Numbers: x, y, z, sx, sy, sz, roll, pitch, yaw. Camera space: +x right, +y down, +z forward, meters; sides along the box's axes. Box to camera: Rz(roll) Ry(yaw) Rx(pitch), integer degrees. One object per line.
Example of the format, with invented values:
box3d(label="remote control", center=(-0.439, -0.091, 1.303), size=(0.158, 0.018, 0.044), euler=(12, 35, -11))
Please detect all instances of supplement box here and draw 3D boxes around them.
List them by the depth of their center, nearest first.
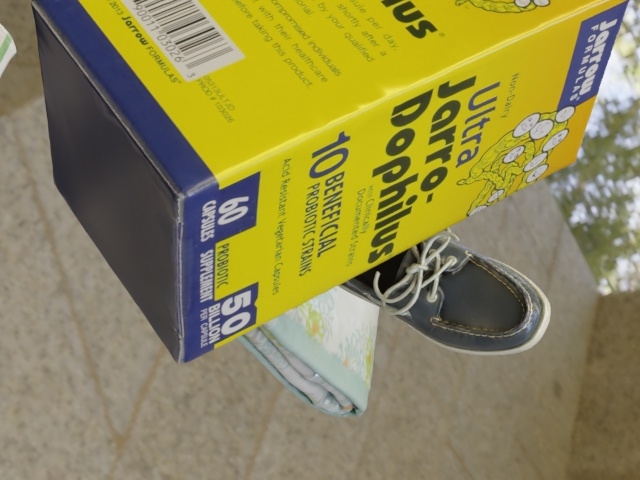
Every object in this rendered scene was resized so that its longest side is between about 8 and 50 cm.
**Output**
box3d(label="supplement box", center=(0.007, -0.106, 0.972), size=(0.356, 0.194, 0.195), euler=(-27, -119, -22))

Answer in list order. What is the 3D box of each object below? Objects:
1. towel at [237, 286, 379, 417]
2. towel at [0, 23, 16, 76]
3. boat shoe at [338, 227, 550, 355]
box3d(label="towel", center=(0.000, 0.000, 1.576), size=(0.090, 0.374, 0.320), euler=(4, -113, 20))
box3d(label="towel", center=(-0.479, -0.222, 1.419), size=(0.038, 0.325, 0.248), euler=(-17, -136, 44))
box3d(label="boat shoe", center=(0.086, 0.028, 1.242), size=(0.254, 0.079, 0.095), euler=(28, -95, 36))
